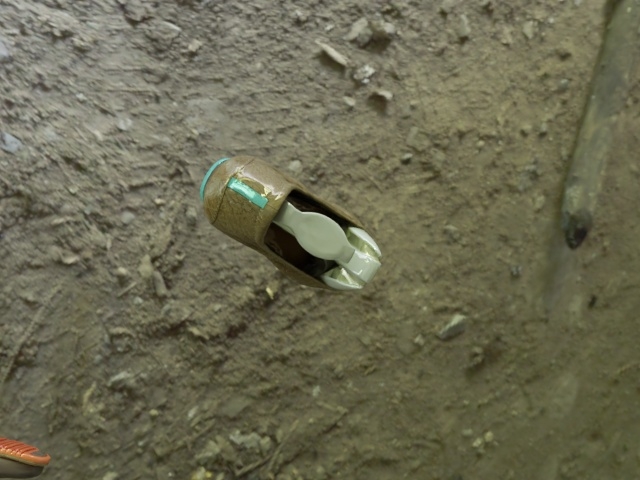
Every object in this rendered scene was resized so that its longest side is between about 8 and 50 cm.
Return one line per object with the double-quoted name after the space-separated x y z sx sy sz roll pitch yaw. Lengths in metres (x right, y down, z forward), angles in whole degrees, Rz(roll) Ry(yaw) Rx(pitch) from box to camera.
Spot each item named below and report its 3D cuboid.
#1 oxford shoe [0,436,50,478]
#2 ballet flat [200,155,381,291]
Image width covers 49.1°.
-0.511 0.317 0.961 0.271 0.097 0.098 3 77 0 "oxford shoe"
0.000 0.000 0.837 0.116 0.124 0.342 -60 146 -4 "ballet flat"
